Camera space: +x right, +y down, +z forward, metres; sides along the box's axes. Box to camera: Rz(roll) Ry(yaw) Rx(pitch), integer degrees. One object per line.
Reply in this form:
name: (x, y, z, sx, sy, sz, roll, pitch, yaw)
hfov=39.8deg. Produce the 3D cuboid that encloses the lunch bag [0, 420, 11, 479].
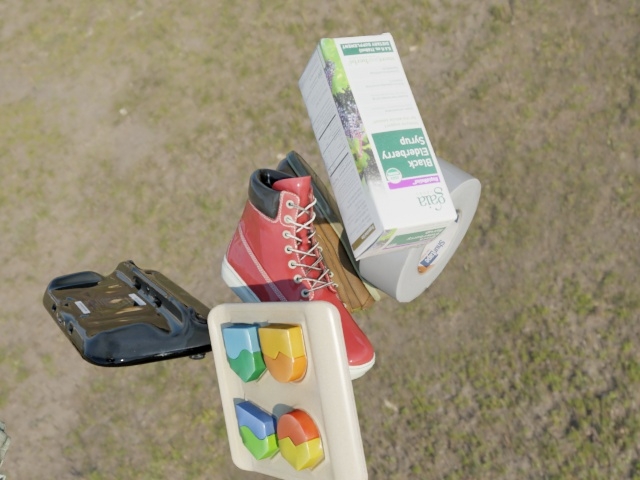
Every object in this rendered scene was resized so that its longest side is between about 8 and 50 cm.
lunch bag: (-0.362, 0.176, 0.556, 0.168, 0.287, 0.235, -12, 49, 51)

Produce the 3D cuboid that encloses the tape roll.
tape roll: (0.152, -0.015, 1.334, 0.072, 0.219, 0.219, 32, 67, 22)

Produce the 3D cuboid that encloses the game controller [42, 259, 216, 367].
game controller: (-0.243, 0.091, 1.110, 0.166, 0.067, 0.319, -16, 18, -24)

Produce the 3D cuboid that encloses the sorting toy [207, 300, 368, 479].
sorting toy: (-0.046, 0.160, 0.918, 0.038, 0.193, 0.208, -12, 3, -40)

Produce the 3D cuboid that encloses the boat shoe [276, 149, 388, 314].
boat shoe: (0.000, 0.000, 1.463, 0.104, 0.307, 0.111, -29, 19, 11)

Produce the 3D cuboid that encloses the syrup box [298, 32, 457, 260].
syrup box: (0.060, -0.106, 0.999, 0.093, 0.096, 0.237, -10, 71, -23)

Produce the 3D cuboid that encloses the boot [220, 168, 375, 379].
boot: (-0.014, 0.029, 1.005, 0.088, 0.176, 0.244, -15, 47, -43)
